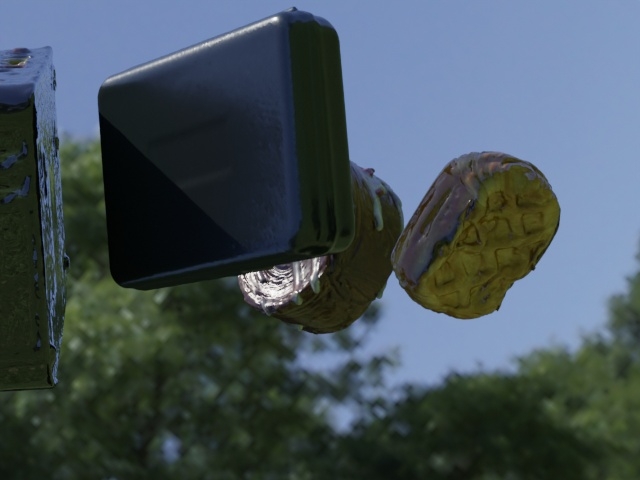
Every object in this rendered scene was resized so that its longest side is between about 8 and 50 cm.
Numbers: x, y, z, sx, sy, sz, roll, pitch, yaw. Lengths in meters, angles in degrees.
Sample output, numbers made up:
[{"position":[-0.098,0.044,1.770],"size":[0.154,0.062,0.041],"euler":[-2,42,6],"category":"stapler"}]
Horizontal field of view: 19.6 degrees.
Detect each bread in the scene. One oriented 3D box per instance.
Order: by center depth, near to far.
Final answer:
[{"position":[0.095,-0.002,1.114],"size":[0.083,0.044,0.111],"euler":[26,-73,-27],"category":"bread"},{"position":[0.000,0.000,1.602],"size":[0.073,0.160,0.160],"euler":[25,-74,-34],"category":"bread"}]

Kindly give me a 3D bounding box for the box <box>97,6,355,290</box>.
[{"position":[-0.068,-0.055,1.230],"size":[0.050,0.160,0.230],"euler":[0,-8,-39],"category":"box"}]

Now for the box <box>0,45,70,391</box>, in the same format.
[{"position":[-0.220,-0.028,1.363],"size":[0.350,0.058,0.211],"euler":[-117,26,-77],"category":"box"}]
